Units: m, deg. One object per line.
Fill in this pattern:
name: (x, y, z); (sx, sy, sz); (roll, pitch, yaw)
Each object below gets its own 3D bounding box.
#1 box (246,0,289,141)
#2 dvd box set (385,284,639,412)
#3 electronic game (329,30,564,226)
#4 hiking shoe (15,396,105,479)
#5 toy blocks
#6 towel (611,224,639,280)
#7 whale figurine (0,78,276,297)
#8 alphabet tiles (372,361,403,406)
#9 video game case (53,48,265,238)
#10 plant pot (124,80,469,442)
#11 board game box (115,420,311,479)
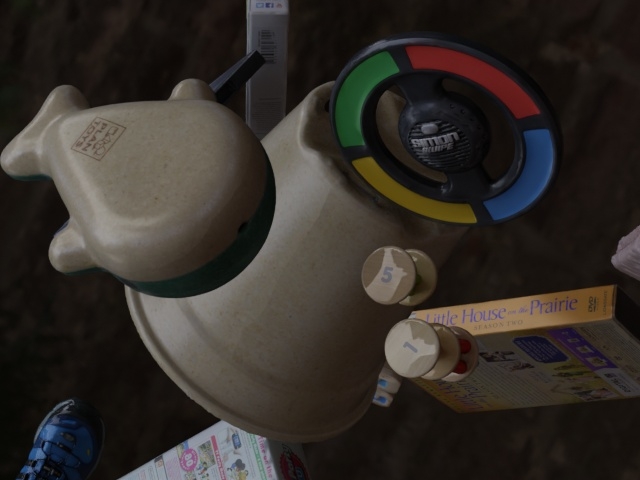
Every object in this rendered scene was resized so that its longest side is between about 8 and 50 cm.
box: (-0.072, -0.303, 2.217); (0.322, 0.058, 0.232); (-91, 3, -46)
dvd box set: (0.327, 0.176, 2.588); (0.307, 0.420, 0.062); (37, -127, -46)
electronic game: (0.117, -0.101, 1.588); (0.229, 0.229, 0.048); (103, -169, -48)
hiking shoe: (-0.427, 0.387, 2.636); (0.304, 0.113, 0.132); (-61, 8, 22)
toy blocks: (0.100, 0.069, 1.538); (0.054, 0.123, 0.148); (-22, -15, 21)
towel: (0.461, 0.067, 1.695); (0.053, 0.332, 0.317); (-63, -7, -2)
whale figurine: (-0.158, -0.046, 1.494); (0.216, 0.272, 0.141); (-55, -37, -17)
alphabet tiles: (-0.027, 0.141, 2.233); (0.278, 0.284, 0.021); (104, -170, -68)
video game case: (-0.190, -0.111, 2.000); (0.196, 0.026, 0.274); (-32, 15, 43)
plant pot: (0.000, 0.000, 1.853); (0.305, 0.334, 0.334); (-51, -2, 36)
board game box: (-0.156, 0.400, 2.438); (0.303, 0.224, 0.097); (-31, -31, 25)
